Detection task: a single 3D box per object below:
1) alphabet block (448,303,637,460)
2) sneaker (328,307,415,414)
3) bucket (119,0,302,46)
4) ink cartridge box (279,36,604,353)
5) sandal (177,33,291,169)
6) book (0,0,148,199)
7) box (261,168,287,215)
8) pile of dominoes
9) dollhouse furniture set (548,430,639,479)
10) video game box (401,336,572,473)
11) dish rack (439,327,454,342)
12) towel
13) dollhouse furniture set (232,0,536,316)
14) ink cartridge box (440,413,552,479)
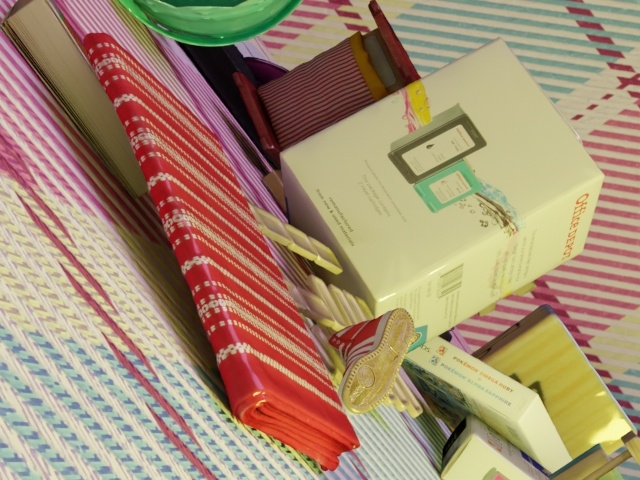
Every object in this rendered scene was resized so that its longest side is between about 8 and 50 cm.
[{"bbox_3d":[0.277,0.219,2.082,0.193,0.197,0.192,55,6,2],"label":"alphabet block"},{"bbox_3d":[0.029,0.106,1.312,0.042,0.067,0.118,54,43,-18],"label":"sneaker"},{"bbox_3d":[-0.119,-0.349,1.685,0.281,0.281,0.183,56,-3,6],"label":"bucket"},{"bbox_3d":[0.125,-0.037,1.660,0.197,0.270,0.198,57,-12,22],"label":"ink cartridge box"},{"bbox_3d":[-0.052,-0.179,2.090,0.445,0.107,0.167,52,6,-36],"label":"sandal"},{"bbox_3d":[-0.156,-0.104,1.068,0.144,0.035,0.096,55,4,-17],"label":"book"},{"bbox_3d":[0.000,0.000,1.912,0.201,0.021,0.164,55,5,-1],"label":"box"},{"bbox_3d":[-0.006,0.070,1.428,0.196,0.040,0.251,62,15,25],"label":"pile of dominoes"},{"bbox_3d":[0.165,0.227,1.052,0.129,0.184,0.129,56,5,4],"label":"dollhouse furniture set"},{"bbox_3d":[0.187,0.190,1.815,0.187,0.048,0.205,27,-17,32],"label":"video game box"},{"bbox_3d":[0.102,0.058,2.228,0.208,0.074,0.271,56,3,-7],"label":"dish rack"},{"bbox_3d":[-0.064,0.012,1.020,0.275,0.031,0.199,64,8,24],"label":"towel"},{"bbox_3d":[0.072,-0.069,1.861,0.374,0.201,0.152,64,8,26],"label":"dollhouse furniture set"},{"bbox_3d":[0.291,0.323,1.671,0.371,0.069,0.176,35,3,4],"label":"ink cartridge box"}]
